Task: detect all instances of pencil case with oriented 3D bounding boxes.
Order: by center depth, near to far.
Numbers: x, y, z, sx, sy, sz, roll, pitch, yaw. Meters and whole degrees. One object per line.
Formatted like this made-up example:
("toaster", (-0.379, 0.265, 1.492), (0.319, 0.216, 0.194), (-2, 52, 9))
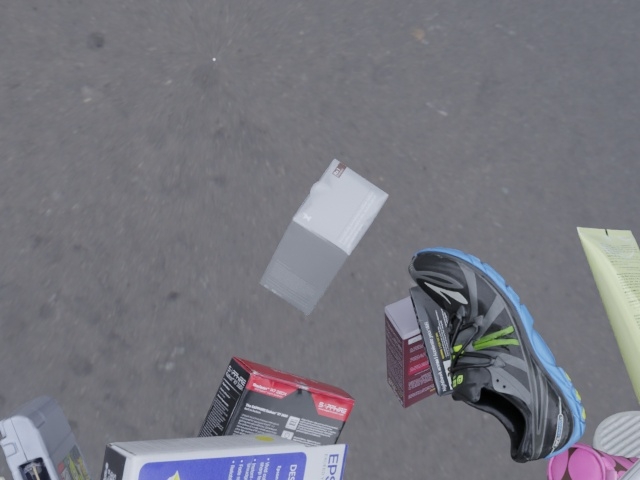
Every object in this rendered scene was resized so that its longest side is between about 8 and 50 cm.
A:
("pencil case", (0.371, 0.296, 1.227), (0.209, 0.098, 0.095), (14, 64, -37))

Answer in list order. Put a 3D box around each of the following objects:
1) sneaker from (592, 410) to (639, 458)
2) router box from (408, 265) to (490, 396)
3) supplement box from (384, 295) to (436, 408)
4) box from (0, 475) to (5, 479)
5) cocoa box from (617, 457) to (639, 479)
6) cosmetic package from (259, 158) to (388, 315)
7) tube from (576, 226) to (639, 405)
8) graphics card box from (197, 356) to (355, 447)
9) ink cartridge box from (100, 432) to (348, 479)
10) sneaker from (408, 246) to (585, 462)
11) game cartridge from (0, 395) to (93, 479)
("sneaker", (0.585, 0.341, 1.475), (0.366, 0.135, 0.150), (10, 144, 28))
("router box", (0.225, 0.142, 1.608), (0.133, 0.046, 0.179), (-14, 84, 1))
("supplement box", (0.186, 0.185, 1.805), (0.130, 0.073, 0.239), (-22, 141, -14))
("box", (-0.630, 0.437, 1.580), (0.275, 0.113, 0.094), (-3, 79, -40))
("cocoa box", (0.184, 0.290, 0.548), (0.231, 0.347, 0.228), (-40, 65, -15))
("cosmetic package", (0.000, 0.000, 1.508), (0.107, 0.238, 0.127), (35, 62, -1))
("tube", (0.353, 0.094, 1.131), (0.062, 0.070, 0.240), (-19, 68, 10))
("graphics card box", (-0.117, 0.408, 1.811), (0.232, 0.094, 0.371), (20, 94, -33))
("ink cartridge box", (-0.122, 0.370, 1.149), (0.307, 0.072, 0.304), (8, 94, -45))
("sneaker", (0.125, 0.085, 0.783), (0.078, 0.067, 0.188), (-29, 77, -17))
("game cartridge", (-0.319, 0.344, 1.300), (0.060, 0.196, 0.294), (-22, 92, -9))
